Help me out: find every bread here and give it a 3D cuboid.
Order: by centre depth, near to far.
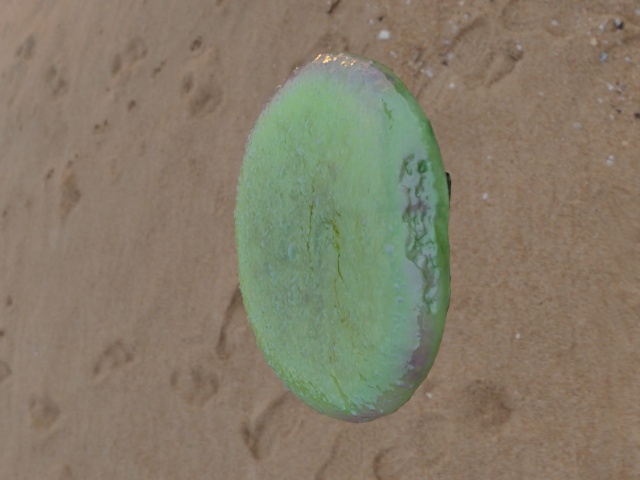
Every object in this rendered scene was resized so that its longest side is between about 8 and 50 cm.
[{"bbox_3d":[-0.003,-0.002,0.641,0.301,0.045,0.301,6,97,58],"label":"bread"}]
